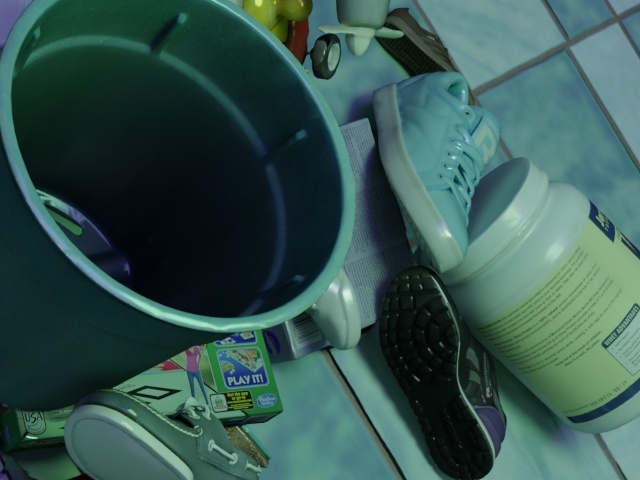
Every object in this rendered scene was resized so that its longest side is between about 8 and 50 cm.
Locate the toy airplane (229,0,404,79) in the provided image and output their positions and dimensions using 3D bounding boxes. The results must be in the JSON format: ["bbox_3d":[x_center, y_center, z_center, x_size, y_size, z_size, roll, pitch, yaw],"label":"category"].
[{"bbox_3d":[-0.088,-0.331,1.635,0.384,0.386,0.272,50,36,-6],"label":"toy airplane"}]

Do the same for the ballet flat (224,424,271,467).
[{"bbox_3d":[-0.141,0.189,1.565,0.067,0.073,0.206,-40,92,-17],"label":"ballet flat"}]

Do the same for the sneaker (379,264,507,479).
[{"bbox_3d":[0.160,0.152,1.764,0.124,0.107,0.283,-42,119,-56],"label":"sneaker"}]

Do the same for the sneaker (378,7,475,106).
[{"bbox_3d":[0.165,-0.260,2.008,0.188,0.066,0.071,49,47,-9],"label":"sneaker"}]

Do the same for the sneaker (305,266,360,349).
[{"bbox_3d":[-0.028,0.037,1.611,0.094,0.080,0.212,-23,90,-26],"label":"sneaker"}]

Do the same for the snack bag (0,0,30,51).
[{"bbox_3d":[-0.470,-0.356,1.528,0.342,0.037,0.323,8,62,-16],"label":"snack bag"}]

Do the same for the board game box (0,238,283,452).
[{"bbox_3d":[-0.202,0.102,1.477,0.317,0.046,0.213,-1,67,-39],"label":"board game box"}]

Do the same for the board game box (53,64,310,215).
[{"bbox_3d":[-0.196,-0.134,1.516,0.232,0.291,0.141,32,53,-20],"label":"board game box"}]

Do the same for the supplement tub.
[{"bbox_3d":[0.312,0.071,1.844,0.325,0.235,0.235,43,49,-13],"label":"supplement tub"}]

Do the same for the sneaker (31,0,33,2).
[{"bbox_3d":[-0.373,-0.346,1.628,0.081,0.080,0.211,-23,84,-39],"label":"sneaker"}]

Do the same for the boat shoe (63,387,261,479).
[{"bbox_3d":[-0.144,0.206,1.365,0.319,0.116,0.099,53,44,-51],"label":"boat shoe"}]

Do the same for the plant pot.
[{"bbox_3d":[-0.201,-0.015,1.280,0.341,0.334,0.341,18,56,-29],"label":"plant pot"}]

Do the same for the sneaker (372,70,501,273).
[{"bbox_3d":[0.161,-0.112,1.785,0.135,0.150,0.366,57,15,-39],"label":"sneaker"}]

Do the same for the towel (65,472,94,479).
[{"bbox_3d":[-0.149,0.355,1.452,0.199,0.031,0.275,-13,79,-45],"label":"towel"}]

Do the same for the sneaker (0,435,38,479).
[{"bbox_3d":[-0.320,0.247,1.399,0.224,0.083,0.098,62,22,5],"label":"sneaker"}]

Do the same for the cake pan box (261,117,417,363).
[{"bbox_3d":[0.000,0.000,1.726,0.245,0.070,0.267,-22,94,-40],"label":"cake pan box"}]
